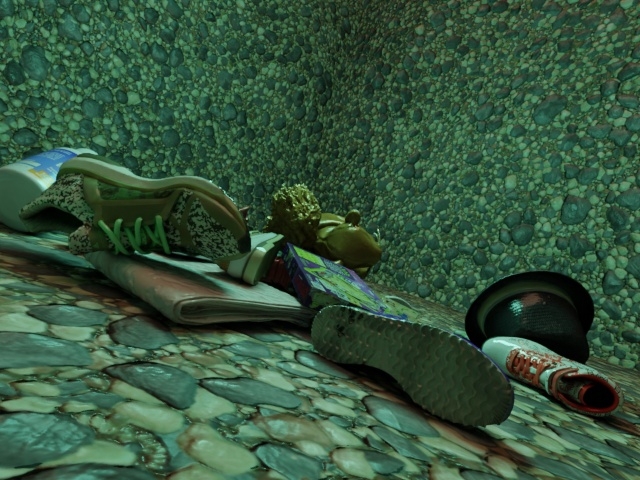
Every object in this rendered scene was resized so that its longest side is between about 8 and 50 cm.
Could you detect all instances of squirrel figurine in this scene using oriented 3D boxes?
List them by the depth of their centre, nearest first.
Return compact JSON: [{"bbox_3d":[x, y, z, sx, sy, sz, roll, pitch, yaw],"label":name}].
[{"bbox_3d":[0.000,0.000,1.279,0.397,0.280,0.370,28,-6,-13],"label":"squirrel figurine"}]

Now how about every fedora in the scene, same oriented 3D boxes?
[{"bbox_3d":[0.540,0.233,0.997,0.335,0.333,0.152,17,29,-10],"label":"fedora"}]

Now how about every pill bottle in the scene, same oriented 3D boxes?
[{"bbox_3d":[-0.647,-0.141,0.985,0.153,0.152,0.272,17,27,-4],"label":"pill bottle"}]

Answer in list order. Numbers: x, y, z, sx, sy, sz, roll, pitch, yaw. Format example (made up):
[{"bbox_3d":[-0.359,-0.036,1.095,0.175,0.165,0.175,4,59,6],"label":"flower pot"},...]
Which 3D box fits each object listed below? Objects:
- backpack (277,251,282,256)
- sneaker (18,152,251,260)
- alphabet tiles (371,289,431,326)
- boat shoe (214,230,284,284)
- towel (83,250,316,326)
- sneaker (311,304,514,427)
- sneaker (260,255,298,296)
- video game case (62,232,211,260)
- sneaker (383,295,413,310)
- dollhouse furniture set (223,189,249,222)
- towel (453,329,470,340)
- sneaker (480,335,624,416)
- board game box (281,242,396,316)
[{"bbox_3d":[-0.141,0.073,1.547,0.189,0.144,0.166,20,-4,35],"label":"backpack"},{"bbox_3d":[-0.313,-0.018,0.668,0.411,0.157,0.182,13,41,16],"label":"sneaker"},{"bbox_3d":[0.115,0.166,1.004,0.343,0.011,0.285,25,13,19],"label":"alphabet tiles"},{"bbox_3d":[-0.153,0.022,0.890,0.104,0.113,0.302,23,0,1],"label":"boat shoe"},{"bbox_3d":[-0.220,0.085,0.745,0.332,0.053,0.317,16,-2,39],"label":"towel"},{"bbox_3d":[0.139,0.162,0.586,0.294,0.102,0.146,16,-2,40],"label":"sneaker"},{"bbox_3d":[-0.087,0.105,1.218,0.276,0.097,0.135,17,-1,31],"label":"sneaker"},{"bbox_3d":[-0.376,0.019,0.984,0.300,0.036,0.329,8,-7,15],"label":"video game case"},{"bbox_3d":[0.162,0.188,1.204,0.217,0.079,0.121,15,1,-21],"label":"sneaker"},{"bbox_3d":[-0.339,-0.081,1.355,0.202,0.152,0.374,16,33,-7],"label":"dollhouse furniture set"},{"bbox_3d":[0.510,0.325,1.283,0.113,0.023,0.152,14,2,-14],"label":"towel"},{"bbox_3d":[0.457,0.265,0.817,0.270,0.090,0.145,19,-2,34],"label":"sneaker"},{"bbox_3d":[0.030,0.101,0.903,0.208,0.056,0.347,20,8,-15],"label":"board game box"}]
